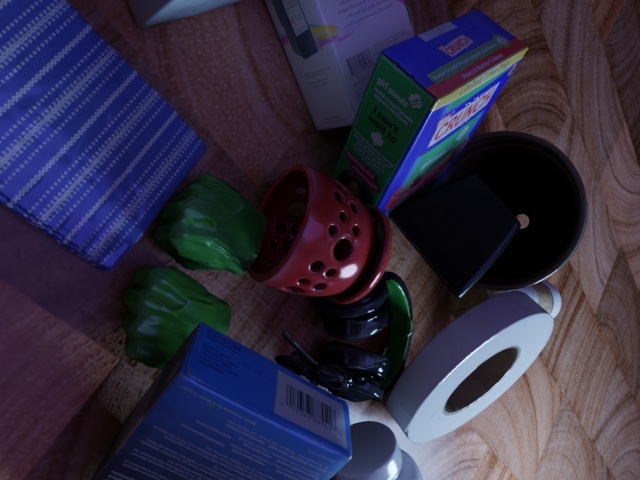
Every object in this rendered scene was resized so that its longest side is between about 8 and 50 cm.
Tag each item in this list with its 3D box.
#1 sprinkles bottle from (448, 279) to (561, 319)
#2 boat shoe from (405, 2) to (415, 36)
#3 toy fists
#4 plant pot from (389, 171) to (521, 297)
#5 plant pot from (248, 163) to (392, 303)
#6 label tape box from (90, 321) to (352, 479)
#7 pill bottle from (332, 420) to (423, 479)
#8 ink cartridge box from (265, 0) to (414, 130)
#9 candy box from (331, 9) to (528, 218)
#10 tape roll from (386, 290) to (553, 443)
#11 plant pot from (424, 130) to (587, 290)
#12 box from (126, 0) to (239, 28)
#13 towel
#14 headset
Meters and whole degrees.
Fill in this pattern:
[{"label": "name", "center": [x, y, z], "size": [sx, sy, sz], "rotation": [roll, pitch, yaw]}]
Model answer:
[{"label": "sprinkles bottle", "center": [0.475, 0.154, 1.222], "size": [0.355, 0.121, 0.121], "rotation": [6, 90, -39]}, {"label": "boat shoe", "center": [0.165, -0.376, 0.967], "size": [0.072, 0.068, 0.190], "rotation": [-27, 121, -48]}, {"label": "toy fists", "center": [-0.186, 0.041, 0.681], "size": [0.142, 0.096, 0.279], "rotation": [35, 69, -45]}, {"label": "plant pot", "center": [0.260, -0.016, 0.900], "size": [0.167, 0.188, 0.187], "rotation": [-39, 167, 8]}, {"label": "plant pot", "center": [0.000, 0.000, 0.755], "size": [0.174, 0.191, 0.191], "rotation": [24, 78, -31]}, {"label": "label tape box", "center": [-0.154, 0.302, 0.646], "size": [0.240, 0.106, 0.334], "rotation": [34, 111, -16]}, {"label": "pill bottle", "center": [0.121, 0.511, 0.917], "size": [0.176, 0.176, 0.319], "rotation": [-32, 113, -34]}, {"label": "ink cartridge box", "center": [0.030, -0.393, 0.808], "size": [0.207, 0.119, 0.354], "rotation": [-38, 117, -31]}, {"label": "candy box", "center": [0.169, -0.193, 0.821], "size": [0.268, 0.317, 0.122], "rotation": [-34, 69, -33]}, {"label": "tape roll", "center": [0.313, 0.270, 1.002], "size": [0.392, 0.072, 0.392], "rotation": [-22, 139, -21]}, {"label": "plant pot", "center": [0.421, -0.054, 1.074], "size": [0.280, 0.323, 0.323], "rotation": [5, 90, -58]}, {"label": "box", "center": [-0.096, -0.400, 0.555], "size": [0.215, 0.345, 0.168], "rotation": [-35, 114, -33]}, {"label": "towel", "center": [-0.325, -0.147, 0.592], "size": [0.336, 0.040, 0.243], "rotation": [46, 63, -34]}, {"label": "headset", "center": [0.078, 0.180, 0.850], "size": [0.394, 0.185, 0.244], "rotation": [-1, 94, -51]}]
